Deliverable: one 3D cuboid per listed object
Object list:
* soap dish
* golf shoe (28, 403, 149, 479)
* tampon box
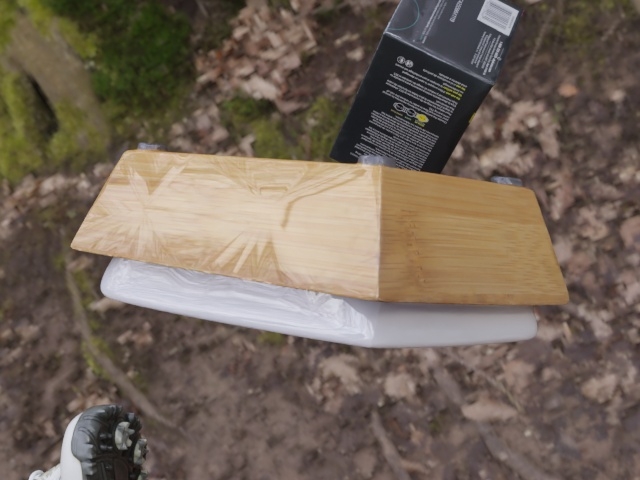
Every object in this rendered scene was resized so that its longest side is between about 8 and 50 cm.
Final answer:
[{"bbox_3d":[0.000,0.000,0.778,0.291,0.118,0.229,8,3,41],"label":"soap dish"},{"bbox_3d":[-0.212,0.234,0.934,0.120,0.273,0.105,12,47,6],"label":"golf shoe"},{"bbox_3d":[0.092,-0.140,0.966,0.120,0.101,0.161,-64,0,-40],"label":"tampon box"}]
